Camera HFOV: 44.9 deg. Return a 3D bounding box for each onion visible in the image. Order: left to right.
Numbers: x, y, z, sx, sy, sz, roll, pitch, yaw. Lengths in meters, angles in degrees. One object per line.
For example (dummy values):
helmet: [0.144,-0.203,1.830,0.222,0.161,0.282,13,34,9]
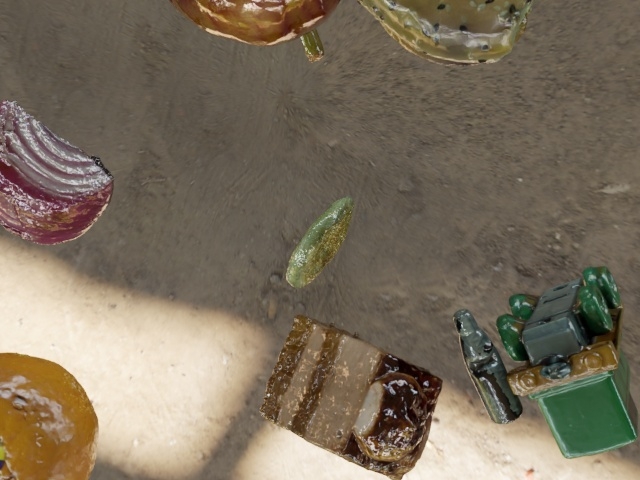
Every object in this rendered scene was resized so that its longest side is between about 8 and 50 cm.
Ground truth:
onion: [-0.500,-0.075,1.307,0.250,0.111,0.247,35,123,-22]

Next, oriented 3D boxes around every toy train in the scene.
toy train: [0.438,0.197,1.310,0.178,0.429,0.249,-24,90,25]

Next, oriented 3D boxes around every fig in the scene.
fig: [-0.052,-0.239,0.634,0.175,0.207,0.175,1,97,8]

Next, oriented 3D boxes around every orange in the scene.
orange: [-0.237,0.153,0.601,0.135,0.117,0.136,0,88,0]

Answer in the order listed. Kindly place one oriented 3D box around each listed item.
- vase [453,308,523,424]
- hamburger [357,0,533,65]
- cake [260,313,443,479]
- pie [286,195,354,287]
vase: [0.268,0.203,1.267,0.059,0.060,0.211,-27,108,2]
hamburger: [0.164,-0.389,0.989,0.276,0.195,0.318,12,98,15]
cake: [0.073,0.256,1.247,0.198,0.293,0.196,32,78,-39]
pie: [0.001,-0.001,0.592,0.021,0.084,0.084,34,98,11]
